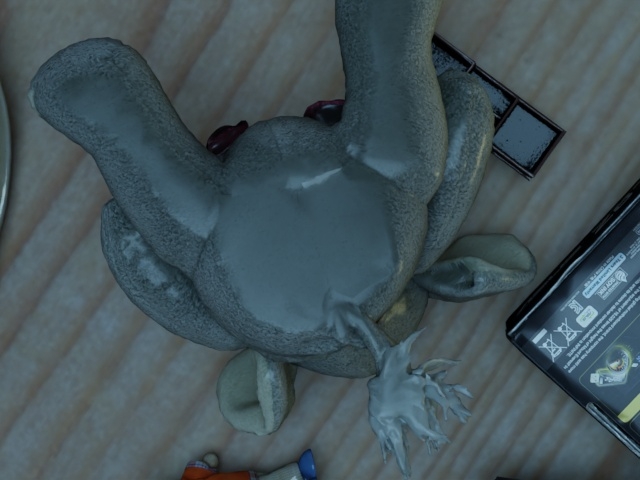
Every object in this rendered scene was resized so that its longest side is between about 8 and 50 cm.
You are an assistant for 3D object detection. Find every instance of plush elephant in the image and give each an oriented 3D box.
[{"bbox_3d":[0.000,0.000,0.952,0.271,0.255,0.330,-24,83,-4],"label":"plush elephant"}]

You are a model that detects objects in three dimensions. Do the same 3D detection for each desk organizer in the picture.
[{"bbox_3d":[0.117,-0.100,1.019,0.130,0.050,0.047,37,95,2],"label":"desk organizer"}]

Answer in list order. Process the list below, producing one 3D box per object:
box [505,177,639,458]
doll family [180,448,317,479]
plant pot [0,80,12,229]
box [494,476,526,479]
[{"bbox_3d":[0.377,0.027,0.983,0.318,0.097,0.395,42,95,4],"label":"box"},{"bbox_3d":[-0.063,0.278,0.993,0.163,0.263,0.118,-10,130,-6],"label":"doll family"},{"bbox_3d":[-0.407,-0.057,0.990,0.274,0.256,0.257,12,94,21],"label":"plant pot"},{"bbox_3d":[0.205,0.292,0.984,0.183,0.056,0.231,6,110,18],"label":"box"}]
